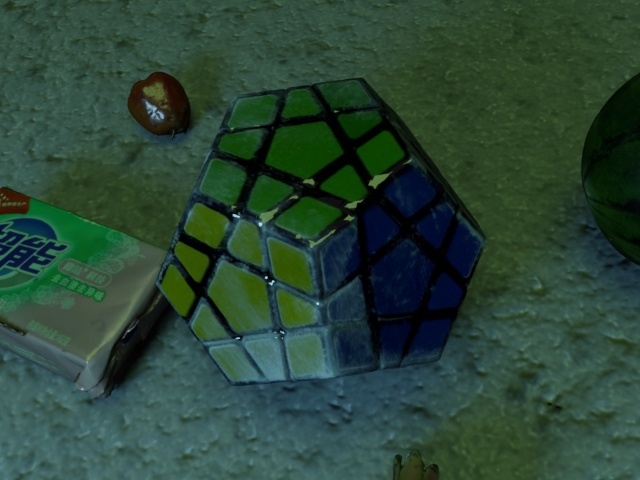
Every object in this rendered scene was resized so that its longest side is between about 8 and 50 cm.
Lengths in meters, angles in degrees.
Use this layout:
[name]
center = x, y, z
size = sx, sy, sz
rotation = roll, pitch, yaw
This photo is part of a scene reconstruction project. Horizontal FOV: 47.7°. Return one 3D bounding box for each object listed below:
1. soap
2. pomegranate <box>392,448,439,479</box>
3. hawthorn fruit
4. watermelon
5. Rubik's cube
[soap]
center = -0.299, 0.048, 0.814
size = 0.273, 0.098, 0.218
rotation = 20, 52, 18
[pomegranate]
center = 0.059, 0.259, 0.611
size = 0.129, 0.159, 0.129
rotation = 1, 98, 11
[hawthorn fruit]
center = -0.216, -0.180, 0.992
size = 0.081, 0.081, 0.093
rotation = -34, 86, -18
[watermelon]
center = 0.393, -0.074, 0.732
size = 0.242, 0.242, 0.242
rotation = -3, 53, 4
[Rubik's cube]
center = 0.000, 0.000, 0.708
size = 0.319, 0.319, 0.264
rotation = -36, 31, -19
